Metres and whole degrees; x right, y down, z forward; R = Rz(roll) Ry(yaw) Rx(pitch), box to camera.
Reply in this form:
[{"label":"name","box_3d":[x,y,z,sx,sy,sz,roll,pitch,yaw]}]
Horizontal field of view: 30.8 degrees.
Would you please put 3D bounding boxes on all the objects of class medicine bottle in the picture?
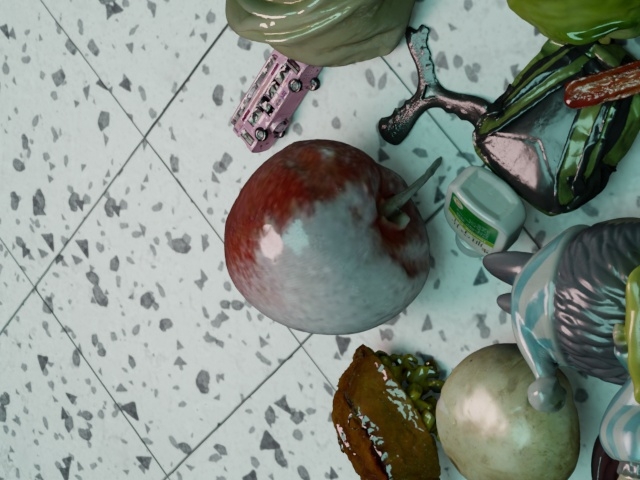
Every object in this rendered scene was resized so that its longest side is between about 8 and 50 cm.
[{"label":"medicine bottle","box_3d":[0.242,-0.034,1.742,0.119,0.069,0.183,41,167,14]}]

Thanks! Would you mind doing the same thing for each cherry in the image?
[{"label":"cherry","box_3d":[0.010,0.008,1.858,0.326,0.291,0.335,29,136,-6]}]

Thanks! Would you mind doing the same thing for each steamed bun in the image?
[{"label":"steamed bun","box_3d":[-0.020,-0.439,1.765,0.342,0.255,0.367,12,111,30]}]

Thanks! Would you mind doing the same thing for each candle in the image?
[{"label":"candle","box_3d":[0.478,-0.233,1.509,0.329,0.051,0.048,-15,116,16]}]

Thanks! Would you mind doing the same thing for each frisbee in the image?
[{"label":"frisbee","box_3d":[0.163,-0.247,1.837,0.211,0.012,0.187,-12,95,38]}]

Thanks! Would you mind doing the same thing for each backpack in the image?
[{"label":"backpack","box_3d":[0.344,-0.171,1.649,0.207,0.140,0.253,42,117,18]}]

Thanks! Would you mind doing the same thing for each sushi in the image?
[{"label":"sushi","box_3d":[0.129,0.315,1.945,0.296,0.179,0.167,62,153,24]}]

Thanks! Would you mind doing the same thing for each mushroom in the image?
[{"label":"mushroom","box_3d":[0.290,0.282,1.789,0.255,0.184,0.255,13,114,33]}]

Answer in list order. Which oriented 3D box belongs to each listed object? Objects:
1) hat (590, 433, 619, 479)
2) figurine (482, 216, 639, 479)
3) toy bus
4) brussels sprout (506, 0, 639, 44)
[{"label":"hat","box_3d":[0.498,0.348,1.720,0.205,0.089,0.205,7,102,33]},{"label":"figurine","box_3d":[0.398,0.142,1.649,0.378,0.266,0.361,12,95,59]},{"label":"toy bus","box_3d":[-0.075,-0.244,1.979,0.090,0.063,0.203,47,123,19]},{"label":"brussels sprout","box_3d":[0.377,-0.429,1.466,0.371,0.315,0.276,-31,44,41]}]
